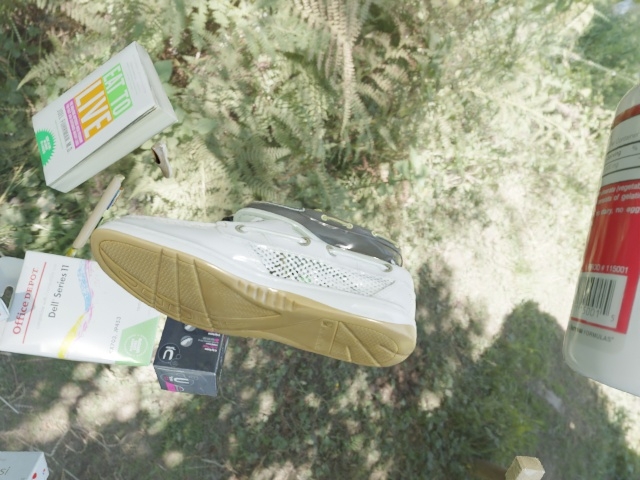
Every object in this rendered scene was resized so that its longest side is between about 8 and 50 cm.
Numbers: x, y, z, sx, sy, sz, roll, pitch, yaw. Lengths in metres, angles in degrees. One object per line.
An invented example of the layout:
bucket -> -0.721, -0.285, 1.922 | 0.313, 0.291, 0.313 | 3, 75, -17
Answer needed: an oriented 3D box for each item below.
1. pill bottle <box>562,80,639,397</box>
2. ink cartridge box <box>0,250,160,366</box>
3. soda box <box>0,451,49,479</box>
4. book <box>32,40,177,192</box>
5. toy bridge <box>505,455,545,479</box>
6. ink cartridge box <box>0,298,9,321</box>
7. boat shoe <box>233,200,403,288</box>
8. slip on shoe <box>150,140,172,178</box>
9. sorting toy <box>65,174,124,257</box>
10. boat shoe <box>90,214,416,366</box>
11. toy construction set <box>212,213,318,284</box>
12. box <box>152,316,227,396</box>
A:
pill bottle -> 0.409, -0.037, 0.469 | 0.229, 0.229, 0.408 | 15, 88, -40
ink cartridge box -> -0.527, 0.146, 0.990 | 0.353, 0.119, 0.207 | 11, 74, -17
soda box -> -0.647, 0.451, 0.880 | 0.216, 0.074, 0.069 | 3, 116, -5
book -> -0.227, -0.127, 0.479 | 0.096, 0.144, 0.035 | 64, 12, 21
toy bridge -> 0.194, 0.272, 0.377 | 0.026, 0.188, 0.063 | 10, 116, -7
ink cartridge box -> -0.630, 0.154, 0.747 | 0.179, 0.145, 0.045 | -51, 129, -57
boat shoe -> 0.000, 0.000, 0.609 | 0.227, 0.081, 0.069 | 23, 49, -5
slip on shoe -> -0.507, -0.250, 1.477 | 0.041, 0.051, 0.135 | -40, 154, -36
sorting toy -> -0.626, -0.043, 1.283 | 0.041, 0.229, 0.307 | 31, 88, -24
boat shoe -> -0.051, 0.027, 0.408 | 0.277, 0.098, 0.096 | 18, 49, -3
toy construction set -> -0.148, 0.048, 0.975 | 0.308, 0.237, 0.258 | 13, 77, -39
box -> -0.297, 0.219, 1.141 | 0.143, 0.165, 0.270 | 8, 53, -5
